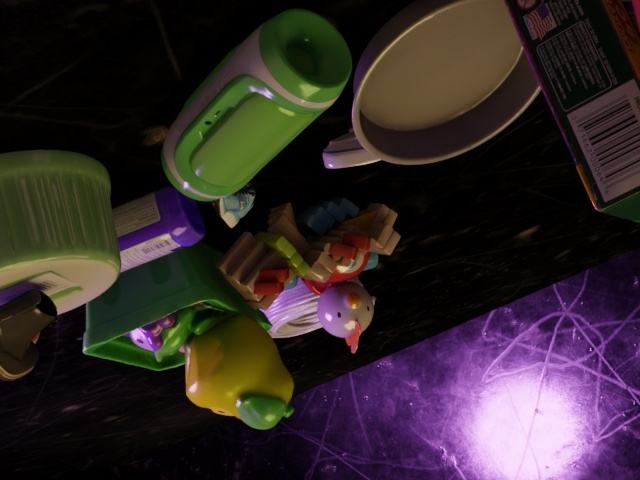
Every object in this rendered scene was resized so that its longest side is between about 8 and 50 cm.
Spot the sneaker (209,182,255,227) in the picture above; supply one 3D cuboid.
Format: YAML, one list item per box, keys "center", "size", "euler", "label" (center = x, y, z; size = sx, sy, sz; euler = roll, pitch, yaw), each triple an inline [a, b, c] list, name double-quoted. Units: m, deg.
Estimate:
- center: [-0.141, -0.075, 1.729]
  size: [0.073, 0.063, 0.162]
  euler: [-37, 168, -2]
  label: "sneaker"

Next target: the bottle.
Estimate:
- center: [-0.323, 0.005, 1.691]
  size: [0.283, 0.092, 0.118]
  euler: [-21, 168, 9]
  label: "bottle"

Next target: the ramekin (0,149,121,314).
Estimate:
- center: [-0.419, 0.011, 1.500]
  size: [0.303, 0.148, 0.303]
  euler: [-18, 164, -5]
  label: "ramekin"

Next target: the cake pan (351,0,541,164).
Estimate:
- center: [0.168, -0.220, 1.441]
  size: [0.293, 0.054, 0.293]
  euler: [-18, 145, -13]
  label: "cake pan"

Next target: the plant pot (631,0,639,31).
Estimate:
- center: [0.407, -0.348, 1.087]
  size: [0.275, 0.243, 0.275]
  euler: [-17, 163, -5]
  label: "plant pot"

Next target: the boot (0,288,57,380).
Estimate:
- center: [-0.401, 0.128, 1.515]
  size: [0.137, 0.077, 0.198]
  euler: [-26, 164, 6]
  label: "boot"

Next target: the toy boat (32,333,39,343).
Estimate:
- center: [-0.552, 0.108, 1.746]
  size: [0.231, 0.151, 0.151]
  euler: [-7, 131, -37]
  label: "toy boat"

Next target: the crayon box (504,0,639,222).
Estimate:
- center: [0.349, -0.200, 1.291]
  size: [0.106, 0.363, 0.313]
  euler: [-29, 162, 29]
  label: "crayon box"

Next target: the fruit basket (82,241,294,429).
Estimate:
- center: [-0.215, 0.183, 1.919]
  size: [0.283, 0.392, 0.392]
  euler: [-22, 164, 9]
  label: "fruit basket"

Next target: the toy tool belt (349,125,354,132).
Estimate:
- center: [0.084, -0.165, 1.668]
  size: [0.083, 0.051, 0.052]
  euler: [-28, 161, 30]
  label: "toy tool belt"

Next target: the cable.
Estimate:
- center: [-0.026, 0.139, 2.483]
  size: [0.257, 0.089, 0.257]
  euler: [-24, 162, 19]
  label: "cable"

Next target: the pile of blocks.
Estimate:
- center: [0.000, 0.000, 1.901]
  size: [0.362, 0.149, 0.112]
  euler: [-25, -162, -30]
  label: "pile of blocks"

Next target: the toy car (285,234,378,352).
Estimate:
- center: [0.046, 0.100, 2.162]
  size: [0.219, 0.238, 0.210]
  euler: [-13, 163, -20]
  label: "toy car"

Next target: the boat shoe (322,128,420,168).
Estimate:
- center: [0.121, -0.181, 1.586]
  size: [0.267, 0.088, 0.096]
  euler: [-20, -165, -4]
  label: "boat shoe"

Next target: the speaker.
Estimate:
- center: [-0.087, -0.160, 1.363]
  size: [0.131, 0.131, 0.296]
  euler: [-6, 160, -38]
  label: "speaker"
